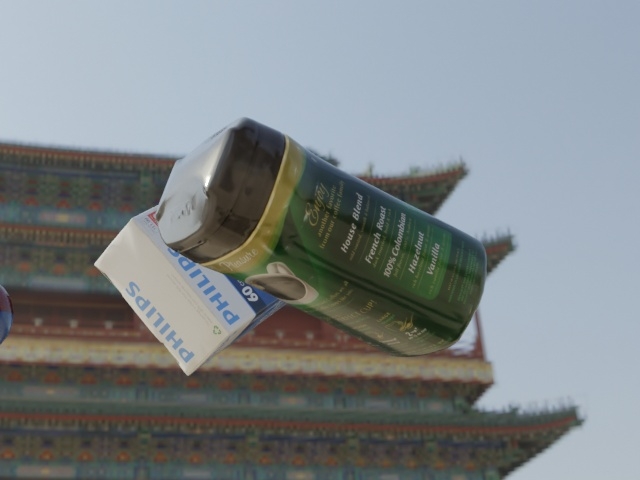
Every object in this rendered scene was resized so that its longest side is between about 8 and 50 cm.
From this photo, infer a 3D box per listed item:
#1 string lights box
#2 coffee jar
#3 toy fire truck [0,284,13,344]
[{"bbox_3d":[-0.075,0.008,1.052,0.077,0.133,0.259,-44,-6,36],"label":"string lights box"},{"bbox_3d":[0.000,0.000,0.649,0.184,0.079,0.096,27,-23,-24],"label":"coffee jar"},{"bbox_3d":[-0.325,0.054,0.664,0.253,0.169,0.302,5,-29,-25],"label":"toy fire truck"}]
